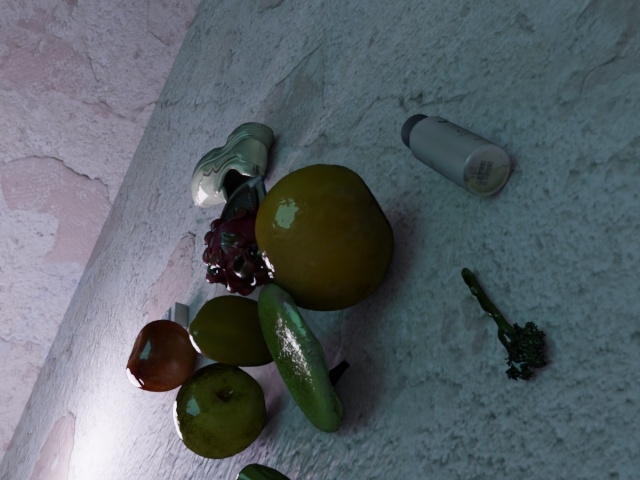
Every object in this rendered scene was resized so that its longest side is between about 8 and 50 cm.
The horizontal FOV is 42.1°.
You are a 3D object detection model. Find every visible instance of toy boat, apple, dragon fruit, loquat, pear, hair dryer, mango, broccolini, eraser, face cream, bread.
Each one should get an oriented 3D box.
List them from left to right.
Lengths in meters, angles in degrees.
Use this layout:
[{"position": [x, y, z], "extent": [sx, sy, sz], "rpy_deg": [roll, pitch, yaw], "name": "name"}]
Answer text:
[{"position": [-0.414, 0.310, 2.187], "extent": [0.201, 0.162, 0.201], "rpy_deg": [-58, 17, 30], "name": "apple"}, {"position": [-0.452, 0.274, 2.398], "extent": [0.212, 0.046, 0.091], "rpy_deg": [-49, 31, 31], "name": "eraser"}, {"position": [-0.211, 0.360, 1.735], "extent": [0.197, 0.197, 0.197], "rpy_deg": [-42, 35, 40], "name": "pear"}, {"position": [-0.168, 0.194, 1.734], "extent": [0.331, 0.195, 0.142], "rpy_deg": [-126, 52, -87], "name": "mango"}, {"position": [-0.185, -0.050, 2.124], "extent": [0.114, 0.115, 0.262], "rpy_deg": [31, 108, 21], "name": "toy boat"}, {"position": [-0.168, 0.038, 1.935], "extent": [0.272, 0.219, 0.198], "rpy_deg": [-122, 15, -53], "name": "dragon fruit"}, {"position": [-0.041, 0.221, 1.507], "extent": [0.301, 0.045, 0.301], "rpy_deg": [56, 161, 31], "name": "bread"}, {"position": [0.000, 0.000, 1.559], "extent": [0.275, 0.275, 0.274], "rpy_deg": [-42, 35, 40], "name": "loquat"}, {"position": [0.032, 0.275, 1.549], "extent": [0.079, 0.031, 0.083], "rpy_deg": [-45, 46, 20], "name": "hair dryer"}, {"position": [0.220, -0.166, 1.479], "extent": [0.092, 0.092, 0.311], "rpy_deg": [-62, 28, 9], "name": "face cream"}, {"position": [0.258, 0.109, 1.233], "extent": [0.071, 0.057, 0.254], "rpy_deg": [-21, 35, -6], "name": "broccolini"}]

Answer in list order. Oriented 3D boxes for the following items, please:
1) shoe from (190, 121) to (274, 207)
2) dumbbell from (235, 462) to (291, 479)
[{"position": [-0.260, -0.163, 2.307], "extent": [0.342, 0.132, 0.210], "rpy_deg": [-39, 35, 37], "name": "shoe"}, {"position": [-0.148, 0.563, 1.526], "extent": [0.121, 0.108, 0.301], "rpy_deg": [22, -88, -83], "name": "dumbbell"}]
